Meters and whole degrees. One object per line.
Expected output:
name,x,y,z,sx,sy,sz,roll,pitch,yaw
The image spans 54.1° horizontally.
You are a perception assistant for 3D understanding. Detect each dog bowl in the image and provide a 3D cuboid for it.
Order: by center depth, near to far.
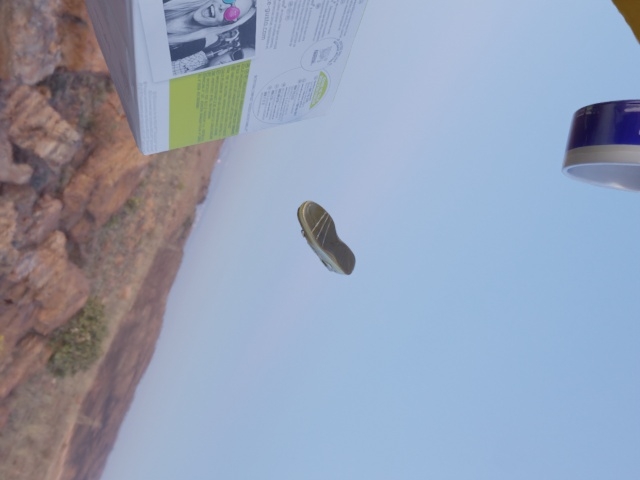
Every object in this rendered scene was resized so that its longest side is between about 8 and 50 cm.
dog bowl,0.551,-0.149,1.050,0.265,0.264,0.104,-173,-87,-79

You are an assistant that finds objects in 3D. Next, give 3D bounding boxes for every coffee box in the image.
coffee box,-0.157,-0.384,0.927,0.338,0.334,0.338,64,-22,21

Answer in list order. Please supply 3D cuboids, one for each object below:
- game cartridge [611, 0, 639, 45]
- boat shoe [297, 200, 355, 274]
game cartridge,0.206,-0.318,0.351,0.285,0.052,0.324,102,-20,-55
boat shoe,0.001,-0.001,0.980,0.048,0.153,0.056,0,-128,40
